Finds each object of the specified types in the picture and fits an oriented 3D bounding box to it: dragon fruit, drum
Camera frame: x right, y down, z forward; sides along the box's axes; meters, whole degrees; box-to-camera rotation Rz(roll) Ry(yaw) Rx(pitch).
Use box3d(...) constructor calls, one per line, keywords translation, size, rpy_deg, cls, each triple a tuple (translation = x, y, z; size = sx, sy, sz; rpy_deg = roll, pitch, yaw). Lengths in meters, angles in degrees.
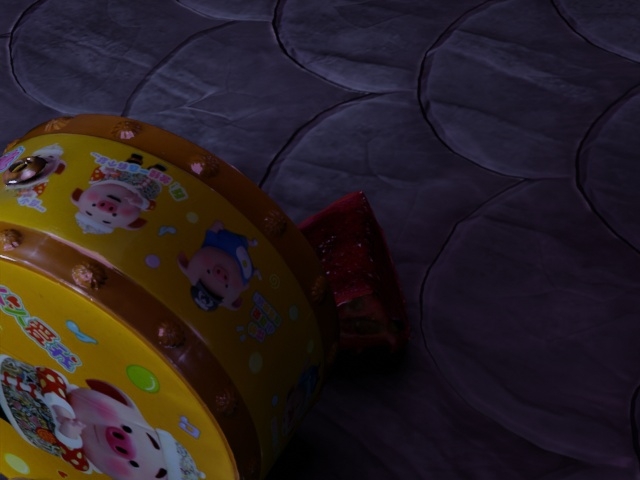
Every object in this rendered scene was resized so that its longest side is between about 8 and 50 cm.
box3d(translation=(-0.003, 0.071, 1.436), size=(0.211, 0.134, 0.262), rpy_deg=(-15, 27, 11), cls="dragon fruit")
box3d(translation=(-0.207, 0.094, 1.217), size=(0.431, 0.431, 0.214), rpy_deg=(14, 47, 23), cls="drum")

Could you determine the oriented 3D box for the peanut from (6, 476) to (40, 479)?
box3d(translation=(-0.252, 0.337, 1.197), size=(0.117, 0.101, 0.263), rpy_deg=(10, 27, -46), cls="peanut")
